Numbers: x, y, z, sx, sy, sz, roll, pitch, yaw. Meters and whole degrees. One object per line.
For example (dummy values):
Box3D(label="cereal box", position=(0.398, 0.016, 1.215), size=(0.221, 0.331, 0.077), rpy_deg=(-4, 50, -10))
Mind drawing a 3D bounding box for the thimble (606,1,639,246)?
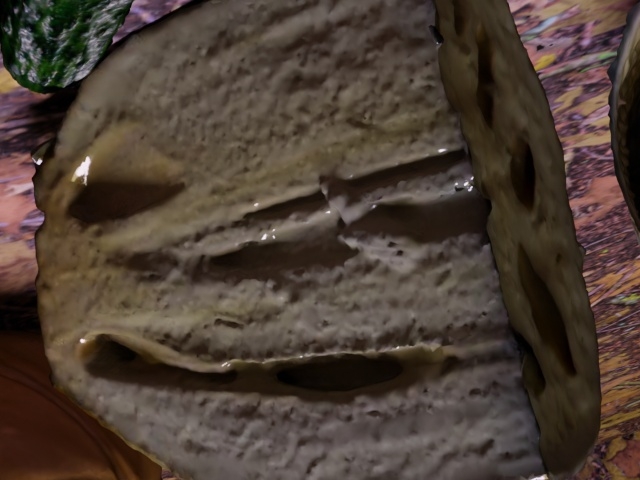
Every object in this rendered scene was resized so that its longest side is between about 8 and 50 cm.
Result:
Box3D(label="thimble", position=(0.300, -0.054, 0.973), size=(0.270, 0.271, 0.150), rpy_deg=(-21, 165, 7))

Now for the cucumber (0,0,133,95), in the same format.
Box3D(label="cucumber", position=(-0.081, -0.134, 0.643), size=(0.067, 0.068, 0.293), rpy_deg=(-11, 163, -25))

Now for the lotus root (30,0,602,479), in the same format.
Box3D(label="lotus root", position=(-0.008, 0.015, 0.875), size=(0.260, 0.267, 0.149), rpy_deg=(-17, 171, 27))

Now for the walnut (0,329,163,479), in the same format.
Box3D(label="walnut", position=(-0.291, 0.233, 1.164), size=(0.397, 0.308, 0.354), rpy_deg=(-25, 175, 14))
